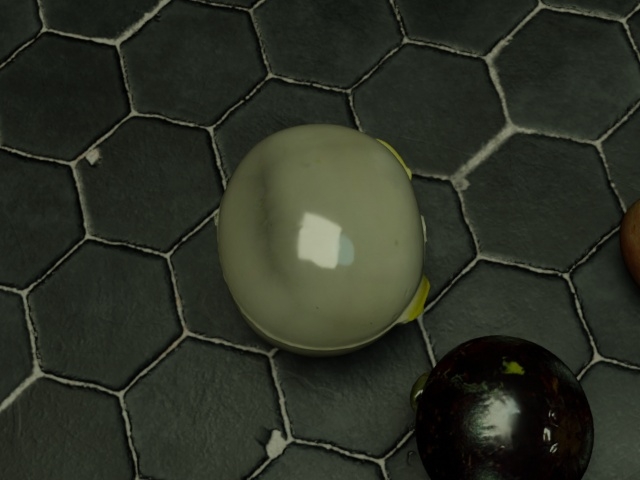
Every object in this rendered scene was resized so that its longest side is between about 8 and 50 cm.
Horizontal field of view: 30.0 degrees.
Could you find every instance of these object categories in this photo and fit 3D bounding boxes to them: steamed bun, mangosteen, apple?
[{"bbox_3d":[0.001,-0.002,1.879,0.334,0.334,0.373,-7,71,3],"label":"steamed bun"},{"bbox_3d":[0.262,0.277,1.781,0.288,0.288,0.288,-2,69,5],"label":"mangosteen"},{"bbox_3d":[0.568,0.004,1.888,0.188,0.188,0.173,-18,64,-2],"label":"apple"}]
